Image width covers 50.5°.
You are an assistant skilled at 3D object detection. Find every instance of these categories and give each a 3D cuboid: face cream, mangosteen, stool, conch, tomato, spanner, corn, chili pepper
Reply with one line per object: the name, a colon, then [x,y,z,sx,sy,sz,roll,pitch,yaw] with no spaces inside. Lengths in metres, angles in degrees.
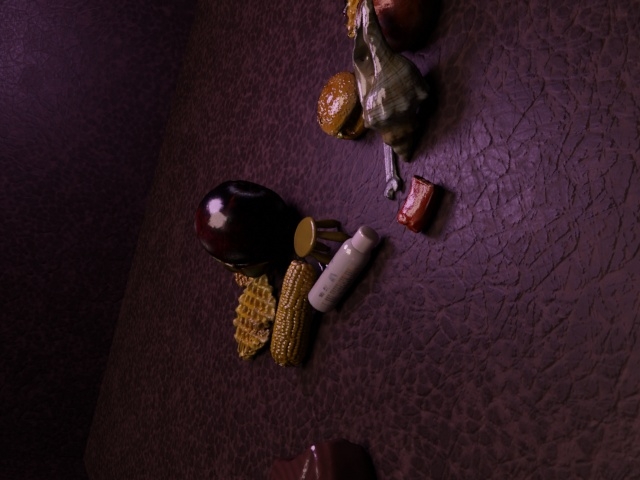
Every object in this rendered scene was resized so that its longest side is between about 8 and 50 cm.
face cream: [0.062,0.072,1.733,0.269,0.082,0.082,-56,36,33]
mangosteen: [-0.245,-0.038,2.099,0.300,0.300,0.300,-29,56,54]
stool: [0.000,0.000,1.836,0.134,0.110,0.135,-27,58,56]
conch: [0.167,-0.378,1.622,0.203,0.170,0.386,-4,91,56]
tomato: [0.199,-0.571,1.663,0.155,0.181,0.214,12,92,46]
spanner: [0.174,-0.244,1.716,0.071,0.017,0.302,-36,49,50]
corn: [-0.070,0.204,1.863,0.106,0.106,0.305,37,120,58]
chili pepper: [0.219,-0.080,1.529,0.123,0.073,0.070,-68,-11,13]

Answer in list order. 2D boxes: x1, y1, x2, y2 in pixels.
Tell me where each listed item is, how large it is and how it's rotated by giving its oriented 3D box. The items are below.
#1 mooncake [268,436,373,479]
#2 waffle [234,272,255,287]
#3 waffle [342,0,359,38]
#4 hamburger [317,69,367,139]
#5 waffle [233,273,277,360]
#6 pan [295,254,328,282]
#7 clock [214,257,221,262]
mooncake: [-0.013,0.611,1.583,0.326,0.174,0.333,22,100,63]
waffle: [-0.243,0.077,2.302,0.191,0.038,0.191,-32,52,53]
waffle: [0.137,-0.730,1.884,0.307,0.060,0.311,126,146,-48]
hamburger: [0.071,-0.375,1.844,0.191,0.118,0.181,-52,42,31]
waffle: [-0.209,0.241,2.170,0.261,0.056,0.250,-49,39,44]
pan: [-0.034,0.096,1.942,0.235,0.028,0.136,45,121,56]
clock: [-0.298,-0.020,2.353,0.170,0.069,0.232,-57,11,13]
